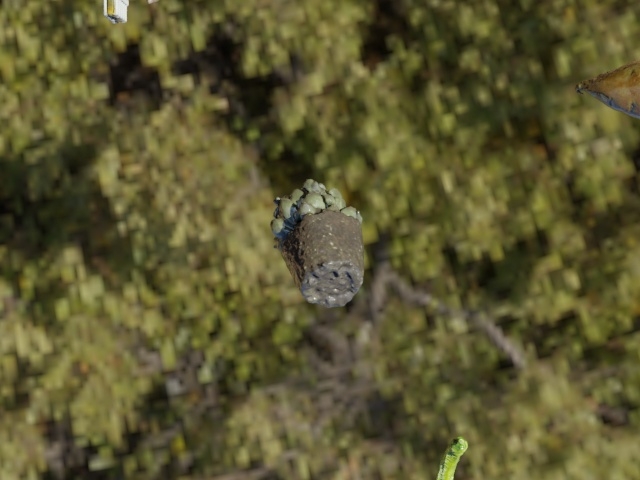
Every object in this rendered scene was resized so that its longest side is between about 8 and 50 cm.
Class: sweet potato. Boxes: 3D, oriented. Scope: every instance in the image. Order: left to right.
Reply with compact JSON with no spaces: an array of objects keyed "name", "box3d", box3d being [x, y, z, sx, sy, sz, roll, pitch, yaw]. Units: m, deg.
[{"name":"sweet potato","box3d":[0.395,-0.152,2.012,0.269,0.075,0.075,4,152,9]}]

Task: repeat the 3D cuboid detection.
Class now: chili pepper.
[{"name":"chili pepper","box3d":[0.100,0.182,1.512,0.017,0.030,0.083,-12,130,-23]}]

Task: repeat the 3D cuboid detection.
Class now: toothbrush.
[{"name":"toothbrush","box3d":[-0.253,-0.278,1.995,0.025,0.030,0.342,-4,170,10]}]

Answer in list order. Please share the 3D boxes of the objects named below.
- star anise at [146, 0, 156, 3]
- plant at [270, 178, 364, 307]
[{"name":"star anise","box3d":[-0.124,-0.347,1.889,0.218,0.148,0.227,-21,127,16]},{"name":"plant","box3d":[0.000,0.000,2.102,0.092,0.143,0.094,10,127,-26]}]
